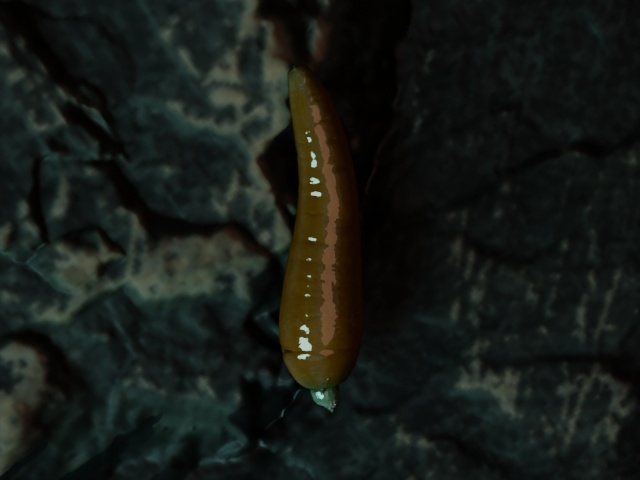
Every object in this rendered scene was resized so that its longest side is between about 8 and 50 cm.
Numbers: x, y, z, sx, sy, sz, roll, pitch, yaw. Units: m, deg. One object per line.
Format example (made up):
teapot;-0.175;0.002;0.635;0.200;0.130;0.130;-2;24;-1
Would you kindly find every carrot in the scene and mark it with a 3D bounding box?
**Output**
carrot;0.000;0.000;0.720;0.035;0.035;0.142;-3;100;-16
